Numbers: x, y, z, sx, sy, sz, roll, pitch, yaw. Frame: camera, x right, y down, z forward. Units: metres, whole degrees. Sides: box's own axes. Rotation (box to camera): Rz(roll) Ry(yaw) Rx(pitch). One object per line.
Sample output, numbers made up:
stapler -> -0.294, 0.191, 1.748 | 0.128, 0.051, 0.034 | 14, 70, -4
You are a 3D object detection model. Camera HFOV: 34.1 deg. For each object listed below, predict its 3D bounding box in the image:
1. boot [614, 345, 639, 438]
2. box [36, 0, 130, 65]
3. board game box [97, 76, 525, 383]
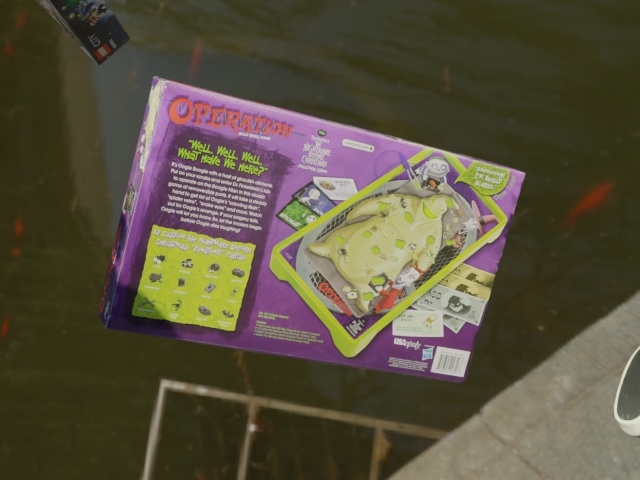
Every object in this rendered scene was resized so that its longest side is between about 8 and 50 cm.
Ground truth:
boot -> 0.462, 0.162, 1.226 | 0.244, 0.176, 0.088 | -52, 19, -15
box -> -0.273, -0.274, 0.944 | 0.044, 0.233, 0.159 | -43, 68, -6
board game box -> 0.000, 0.000, 0.909 | 0.056, 0.347, 0.208 | 40, 115, 63
